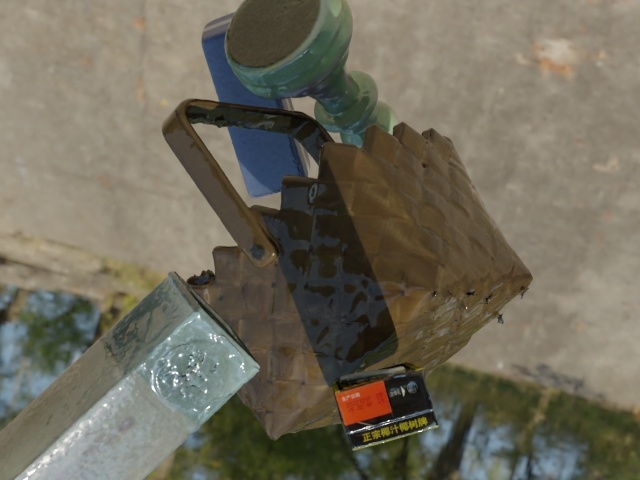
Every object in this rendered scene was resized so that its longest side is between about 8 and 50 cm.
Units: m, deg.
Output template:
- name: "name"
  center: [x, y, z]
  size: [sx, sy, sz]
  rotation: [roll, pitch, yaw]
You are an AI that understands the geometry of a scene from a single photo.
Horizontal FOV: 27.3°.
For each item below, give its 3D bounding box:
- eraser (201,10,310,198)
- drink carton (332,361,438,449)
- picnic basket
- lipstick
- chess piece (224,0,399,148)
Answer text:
- name: "eraser"
  center: [-0.078, -0.166, 1.580]
  size: [0.082, 0.225, 0.036]
  rotation: [-17, -177, 22]
- name: "drink carton"
  center: [0.049, 0.128, 1.049]
  size: [0.071, 0.056, 0.165]
  rotation: [-18, 175, -2]
- name: "picnic basket"
  center: [0.000, 0.000, 1.269]
  size: [0.254, 0.291, 0.321]
  rotation: [-5, -125, -57]
- name: "lipstick"
  center: [-0.180, 0.157, 0.823]
  size: [0.066, 0.317, 0.068]
  rotation: [48, 178, -30]
- name: "chess piece"
  center: [0.018, -0.161, 1.444]
  size: [0.139, 0.139, 0.272]
  rotation: [17, 162, 38]
